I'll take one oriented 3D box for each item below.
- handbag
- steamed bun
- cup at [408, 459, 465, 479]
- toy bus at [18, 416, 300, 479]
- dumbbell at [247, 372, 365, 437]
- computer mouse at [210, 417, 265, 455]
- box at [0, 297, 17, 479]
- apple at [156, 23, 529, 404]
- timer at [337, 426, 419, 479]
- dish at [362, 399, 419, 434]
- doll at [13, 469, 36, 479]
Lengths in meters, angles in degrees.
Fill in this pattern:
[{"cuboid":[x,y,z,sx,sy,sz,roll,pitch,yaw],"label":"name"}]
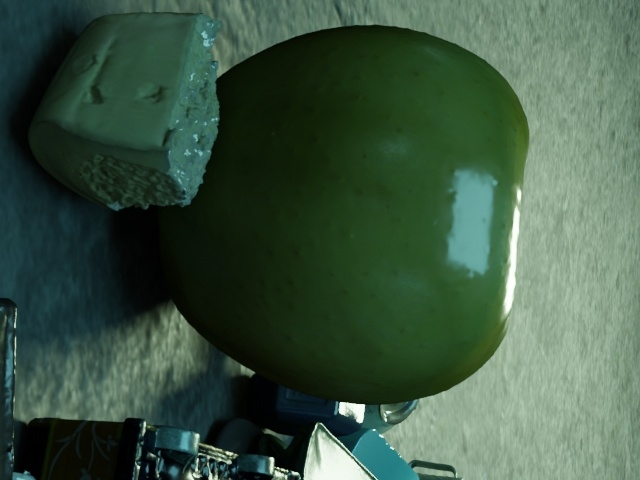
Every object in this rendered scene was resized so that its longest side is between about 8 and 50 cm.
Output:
[{"cuboid":[0.016,0.405,1.914,0.326,0.089,0.238,52,34,-44],"label":"handbag"},{"cuboid":[-0.190,-0.138,1.588,0.170,0.200,0.225,74,30,-51],"label":"steamed bun"},{"cuboid":[0.170,0.411,2.333,0.095,0.129,0.128,69,30,-45],"label":"cup"},{"cuboid":[-0.174,0.297,1.608,0.323,0.194,0.162,31,62,-55],"label":"toy bus"},{"cuboid":[-0.005,0.103,1.986,0.144,0.160,0.324,15,72,-30],"label":"dumbbell"},{"cuboid":[-0.082,0.330,1.926,0.232,0.057,0.120,61,39,-41],"label":"computer mouse"},{"cuboid":[-0.418,0.174,1.077,0.345,0.204,0.251,-7,101,-56],"label":"box"},{"cuboid":[0.035,-0.033,1.729,0.473,0.474,0.473,2,88,-62],"label":"apple"},{"cuboid":[0.037,0.414,2.119,0.232,0.091,0.250,51,52,-50],"label":"timer"},{"cuboid":[0.097,0.201,2.175,0.224,0.078,0.246,3,104,-50],"label":"dish"},{"cuboid":[-0.330,0.335,1.382,0.215,0.161,0.257,27,48,-45],"label":"doll"}]
